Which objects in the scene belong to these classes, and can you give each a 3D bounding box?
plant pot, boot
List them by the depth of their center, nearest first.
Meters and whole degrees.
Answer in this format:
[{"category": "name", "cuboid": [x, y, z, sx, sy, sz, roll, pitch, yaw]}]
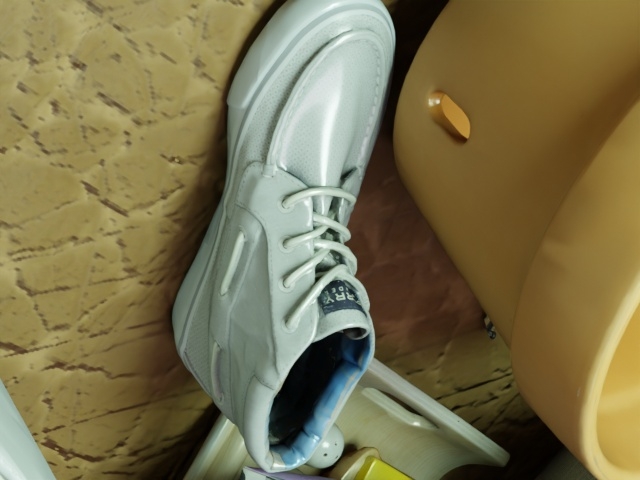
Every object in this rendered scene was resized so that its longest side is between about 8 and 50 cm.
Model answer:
[{"category": "plant pot", "cuboid": [0.177, -0.044, 0.943, 0.291, 0.203, 0.291, -29, 144, -24]}, {"category": "boot", "cuboid": [0.000, 0.000, 0.949, 0.095, 0.123, 0.258, -4, 129, -31]}]

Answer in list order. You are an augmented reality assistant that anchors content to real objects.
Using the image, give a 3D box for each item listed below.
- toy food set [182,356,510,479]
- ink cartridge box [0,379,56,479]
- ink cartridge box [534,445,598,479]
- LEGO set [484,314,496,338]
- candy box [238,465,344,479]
[{"category": "toy food set", "cuboid": [-0.010, 0.229, 1.119, 0.219, 0.092, 0.306, 36, 82, -47]}, {"category": "ink cartridge box", "cuboid": [-0.347, 0.139, 0.811, 0.395, 0.166, 0.285, -33, 139, -3]}, {"category": "ink cartridge box", "cuboid": [0.144, 0.231, 1.185, 0.296, 0.066, 0.261, -52, 180, 16]}, {"category": "LEGO set", "cuboid": [0.143, 0.039, 1.162, 0.083, 0.023, 0.054, 6, 122, -21]}, {"category": "candy box", "cuboid": [0.003, 0.237, 1.026, 0.165, 0.070, 0.196, 18, 88, -51]}]
